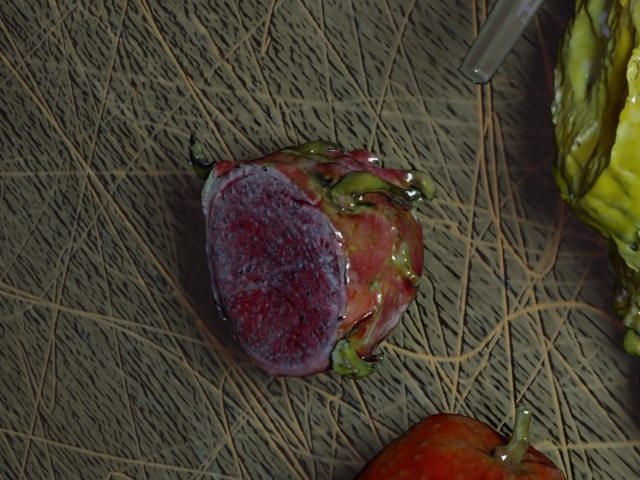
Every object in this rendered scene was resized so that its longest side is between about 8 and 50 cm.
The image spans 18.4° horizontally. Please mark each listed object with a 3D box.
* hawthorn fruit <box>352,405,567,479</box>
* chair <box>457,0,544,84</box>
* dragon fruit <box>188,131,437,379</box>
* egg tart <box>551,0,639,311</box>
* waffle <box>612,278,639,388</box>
[{"bbox_3d":[0.118,0.237,1.658,0.205,0.205,0.253,47,133,26],"label":"hawthorn fruit"},{"bbox_3d":[0.204,-0.300,1.539,0.175,0.183,0.326,48,124,24],"label":"chair"},{"bbox_3d":[0.000,0.000,1.787,0.282,0.147,0.211,54,134,25],"label":"dragon fruit"},{"bbox_3d":[0.254,-0.105,1.462,0.341,0.129,0.341,-173,90,-77],"label":"egg tart"},{"bbox_3d":[0.362,0.060,1.530,0.301,0.058,0.281,-6,89,37],"label":"waffle"}]
